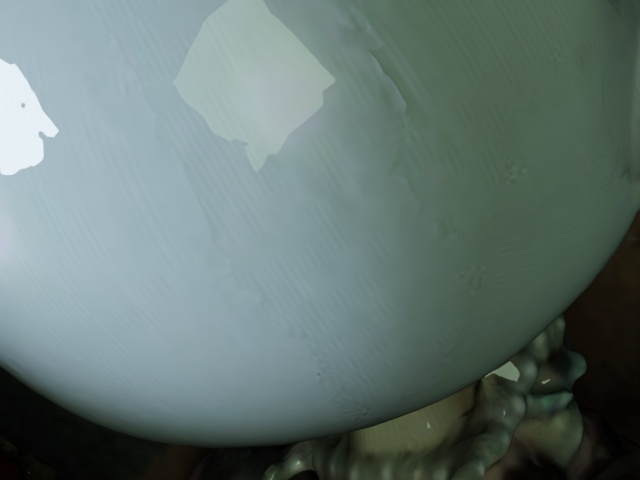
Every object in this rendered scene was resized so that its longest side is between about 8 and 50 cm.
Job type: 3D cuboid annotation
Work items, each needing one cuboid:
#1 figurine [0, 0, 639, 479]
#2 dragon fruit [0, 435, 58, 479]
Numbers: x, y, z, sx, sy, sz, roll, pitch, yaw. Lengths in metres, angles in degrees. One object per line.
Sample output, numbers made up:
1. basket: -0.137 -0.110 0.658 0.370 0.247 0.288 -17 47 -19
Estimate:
1. figurine: 0.009 -0.003 0.585 0.253 0.211 0.361 -20 106 16
2. dragon fruit: -0.166 0.198 0.567 0.263 0.314 0.296 28 107 24
